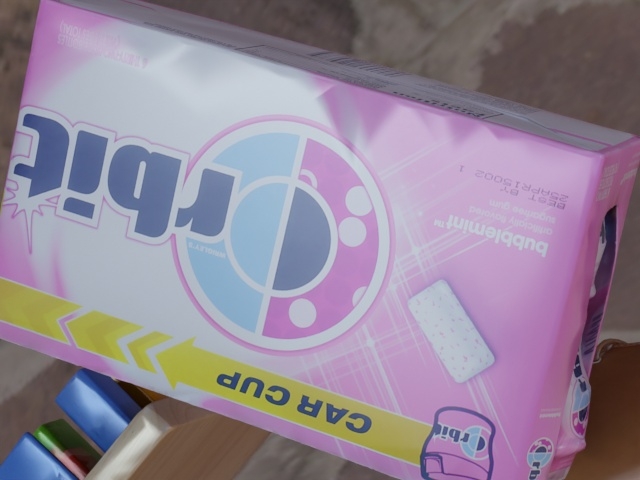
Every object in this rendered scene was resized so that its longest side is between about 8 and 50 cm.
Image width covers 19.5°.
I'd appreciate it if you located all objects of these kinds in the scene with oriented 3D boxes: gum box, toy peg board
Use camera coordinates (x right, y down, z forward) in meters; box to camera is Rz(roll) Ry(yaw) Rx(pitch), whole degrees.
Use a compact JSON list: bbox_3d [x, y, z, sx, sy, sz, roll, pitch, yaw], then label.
[{"bbox_3d":[0.000,0.000,0.564,0.188,0.062,0.107,17,103,18],"label":"gum box"},{"bbox_3d":[-0.106,0.102,0.802,0.079,0.160,0.161,43,105,13],"label":"toy peg board"}]

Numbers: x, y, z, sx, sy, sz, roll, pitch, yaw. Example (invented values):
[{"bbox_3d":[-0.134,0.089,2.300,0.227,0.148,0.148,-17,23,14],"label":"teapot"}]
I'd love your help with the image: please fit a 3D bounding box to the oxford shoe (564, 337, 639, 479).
[{"bbox_3d":[0.118,0.055,0.617,0.212,0.076,0.076,-34,65,-7],"label":"oxford shoe"}]
